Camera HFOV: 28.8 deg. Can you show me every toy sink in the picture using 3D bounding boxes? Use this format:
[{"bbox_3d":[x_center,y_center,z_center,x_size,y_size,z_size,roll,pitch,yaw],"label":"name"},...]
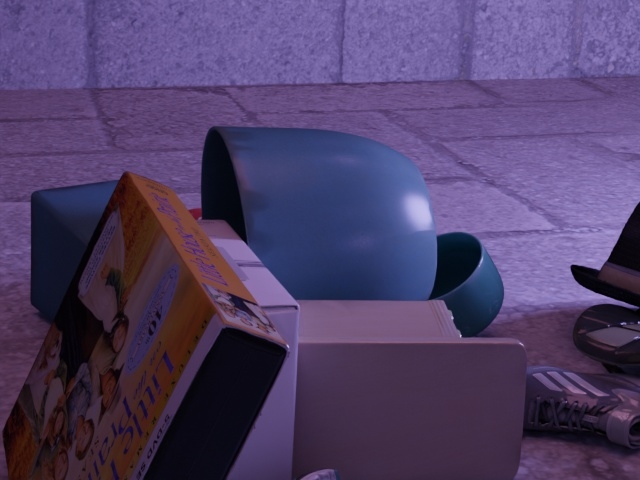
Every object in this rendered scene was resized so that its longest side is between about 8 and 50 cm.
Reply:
[{"bbox_3d":[0.080,0.149,1.274,0.234,0.153,0.131,0,17,-3],"label":"toy sink"}]

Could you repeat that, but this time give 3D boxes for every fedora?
[{"bbox_3d":[0.491,0.028,1.570,0.333,0.153,0.334,16,4,-1],"label":"fedora"}]

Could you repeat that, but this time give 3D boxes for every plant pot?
[{"bbox_3d":[0.000,0.000,1.476,0.235,0.293,0.293,-7,19,-14],"label":"plant pot"},{"bbox_3d":[-0.243,0.043,1.572,0.165,0.166,0.234,-10,28,-33],"label":"plant pot"}]

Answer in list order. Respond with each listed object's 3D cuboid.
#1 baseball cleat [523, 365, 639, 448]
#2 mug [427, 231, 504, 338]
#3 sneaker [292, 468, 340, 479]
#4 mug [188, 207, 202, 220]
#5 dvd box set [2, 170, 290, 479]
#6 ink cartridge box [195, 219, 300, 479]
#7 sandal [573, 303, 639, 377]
[{"bbox_3d":[0.277,0.178,1.332,0.205,0.072,0.109,-4,19,-13],"label":"baseball cleat"},{"bbox_3d":[0.158,0.068,1.599,0.157,0.097,0.129,-5,42,39],"label":"mug"},{"bbox_3d":[-0.047,0.243,1.121,0.076,0.065,0.166,10,18,37],"label":"sneaker"},{"bbox_3d":[-0.130,0.035,1.691,0.150,0.113,0.169,-6,22,-18],"label":"mug"},{"bbox_3d":[-0.172,0.136,1.058,0.062,0.308,0.420,23,10,-23],"label":"dvd box set"},{"bbox_3d":[-0.118,0.116,1.267,0.117,0.207,0.283,-3,19,-19],"label":"ink cartridge box"},{"bbox_3d":[0.391,0.134,1.480,0.120,0.086,0.302,23,10,33],"label":"sandal"}]
